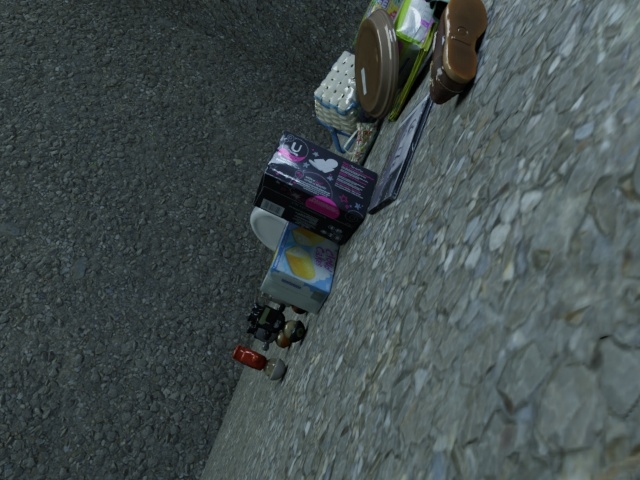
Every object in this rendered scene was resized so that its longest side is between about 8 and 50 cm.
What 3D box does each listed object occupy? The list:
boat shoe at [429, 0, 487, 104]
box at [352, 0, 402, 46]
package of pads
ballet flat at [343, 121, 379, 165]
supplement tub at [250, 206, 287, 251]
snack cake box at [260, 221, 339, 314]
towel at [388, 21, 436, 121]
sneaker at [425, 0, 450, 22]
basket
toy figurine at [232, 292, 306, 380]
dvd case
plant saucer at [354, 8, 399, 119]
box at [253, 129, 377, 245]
[{"bbox_3d":[0.207,-0.304,0.785,0.073,0.073,0.207,128,165,-60],"label":"boat shoe"},{"bbox_3d":[0.254,-0.762,1.618,0.279,0.177,0.290,-110,44,-82],"label":"box"},{"bbox_3d":[0.252,-0.588,1.344,0.229,0.101,0.297,134,158,-74],"label":"package of pads"},{"bbox_3d":[0.099,-0.257,1.547,0.091,0.077,0.241,-90,23,-73],"label":"ballet flat"},{"bbox_3d":[-0.066,-0.128,1.699,0.338,0.207,0.207,-52,-4,-36],"label":"supplement tub"},{"bbox_3d":[-0.041,0.046,1.275,0.264,0.152,0.089,-76,11,-54],"label":"snack cake box"},{"bbox_3d":[0.216,-0.396,1.198,0.237,0.021,0.102,112,178,-62],"label":"towel"},{"bbox_3d":[0.273,-0.569,1.129,0.256,0.094,0.151,-82,13,-74],"label":"sneaker"},{"bbox_3d":[0.106,-0.436,1.621,0.255,0.201,0.289,-57,-18,-4],"label":"basket"},{"bbox_3d":[-0.123,0.240,1.349,0.209,0.148,0.213,-66,-1,-69],"label":"toy figurine"},{"bbox_3d":[0.155,-0.167,0.994,0.164,0.018,0.221,142,151,-78],"label":"dvd case"},{"bbox_3d":[0.141,-0.463,1.331,0.278,0.041,0.278,173,90,-78],"label":"plant saucer"},{"bbox_3d":[-0.014,-0.122,1.208,0.163,0.247,0.142,124,169,-61],"label":"box"}]
